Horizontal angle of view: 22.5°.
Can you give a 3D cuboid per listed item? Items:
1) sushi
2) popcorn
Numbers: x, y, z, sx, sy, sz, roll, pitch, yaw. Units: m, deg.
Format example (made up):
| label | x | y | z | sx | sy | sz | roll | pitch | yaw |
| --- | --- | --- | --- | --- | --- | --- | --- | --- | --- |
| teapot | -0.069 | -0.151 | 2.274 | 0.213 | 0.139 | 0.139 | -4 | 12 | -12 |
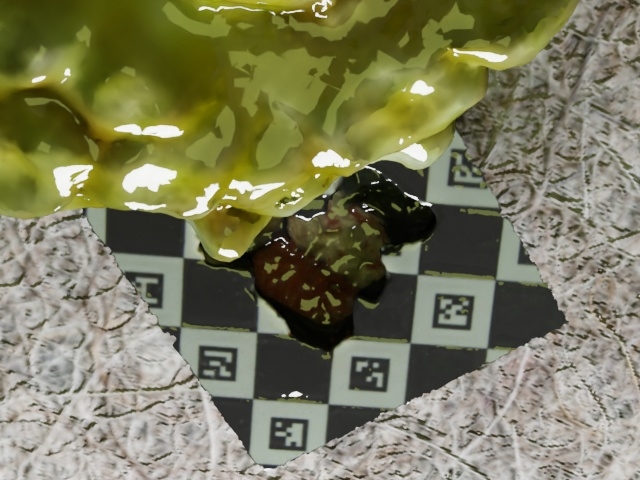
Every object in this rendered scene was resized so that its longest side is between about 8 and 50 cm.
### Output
| label | x | y | z | sx | sy | sz | roll | pitch | yaw |
| --- | --- | --- | --- | --- | --- | --- | --- | --- | --- |
| sushi | 0.000 | 0.000 | 0.986 | 0.220 | 0.047 | 0.231 | -28 | 110 | 12 |
| popcorn | -0.048 | -0.144 | 0.787 | 0.335 | 0.279 | 0.274 | -24 | 107 | -11 |
